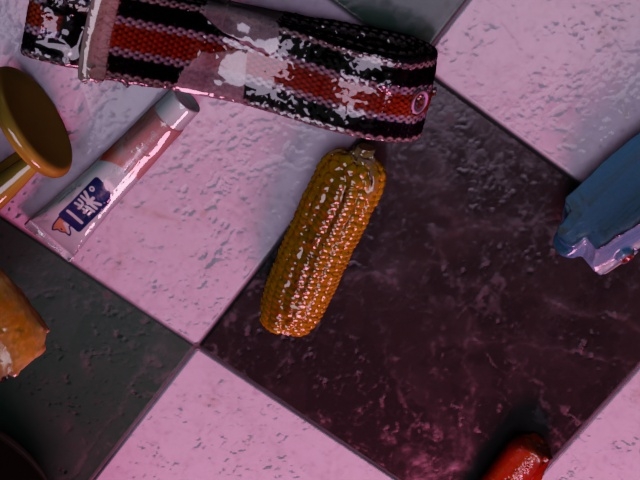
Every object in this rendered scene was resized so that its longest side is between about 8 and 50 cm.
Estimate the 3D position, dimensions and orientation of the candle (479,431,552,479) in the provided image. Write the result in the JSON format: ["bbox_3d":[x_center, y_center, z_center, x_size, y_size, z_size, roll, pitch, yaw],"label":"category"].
[{"bbox_3d":[0.170,0.261,1.591,0.053,0.048,0.162,27,111,-26],"label":"candle"}]

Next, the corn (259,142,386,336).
[{"bbox_3d":[0.000,0.000,1.485,0.068,0.068,0.207,24,113,-7],"label":"corn"}]

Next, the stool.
[{"bbox_3d":[-0.297,-0.084,1.443,0.110,0.134,0.135,-30,152,16],"label":"stool"}]

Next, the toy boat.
[{"bbox_3d":[0.315,-0.046,1.456,0.215,0.088,0.102,-42,138,16],"label":"toy boat"}]

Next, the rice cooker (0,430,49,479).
[{"bbox_3d":[-0.394,0.329,1.495,0.335,0.325,0.335,-2,102,-10],"label":"rice cooker"}]

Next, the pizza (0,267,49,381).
[{"bbox_3d":[-0.403,0.018,1.434,0.409,0.114,0.277,29,140,26],"label":"pizza"}]

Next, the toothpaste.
[{"bbox_3d":[-0.190,-0.062,1.488,0.056,0.036,0.205,42,111,-12],"label":"toothpaste"}]

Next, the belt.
[{"bbox_3d":[-0.075,-0.164,1.402,0.360,0.126,0.094,11,102,-8],"label":"belt"}]
